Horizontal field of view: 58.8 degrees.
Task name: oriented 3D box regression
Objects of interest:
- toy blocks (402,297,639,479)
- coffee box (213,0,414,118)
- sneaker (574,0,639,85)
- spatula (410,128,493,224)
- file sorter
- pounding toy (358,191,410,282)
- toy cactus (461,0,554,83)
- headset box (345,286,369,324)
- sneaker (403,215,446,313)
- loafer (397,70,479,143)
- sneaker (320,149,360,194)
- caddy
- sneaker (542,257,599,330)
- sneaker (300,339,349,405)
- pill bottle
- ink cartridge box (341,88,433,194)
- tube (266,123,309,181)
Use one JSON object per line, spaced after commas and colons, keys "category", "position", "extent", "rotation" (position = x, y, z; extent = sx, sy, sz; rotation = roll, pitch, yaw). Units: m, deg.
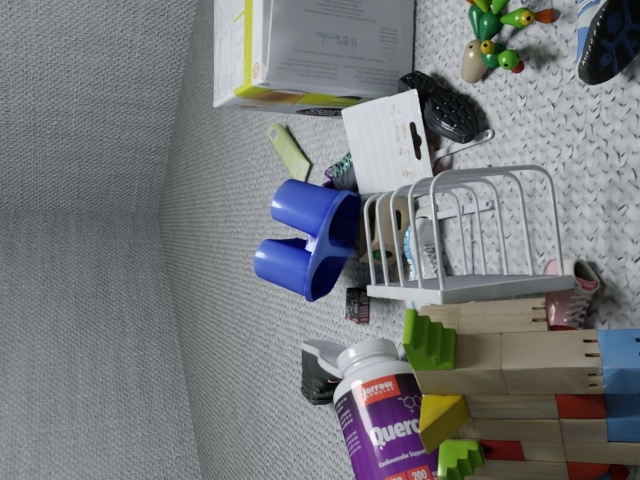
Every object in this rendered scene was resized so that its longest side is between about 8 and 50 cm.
{"category": "toy blocks", "position": [0.278, 0.201, 0.692], "extent": [0.191, 0.260, 0.381], "rotation": [-72, -33, -44]}
{"category": "coffee box", "position": [-0.028, -0.462, 1.227], "extent": [0.334, 0.337, 0.338], "rotation": [6, 96, 64]}
{"category": "sneaker", "position": [0.367, -0.302, 0.727], "extent": [0.081, 0.080, 0.211], "rotation": [-151, 74, -68]}
{"category": "spatula", "position": [0.235, -0.104, 1.050], "extent": [0.242, 0.019, 0.168], "rotation": [-12, 74, 62]}
{"category": "file sorter", "position": [0.196, -0.005, 0.847], "extent": [0.277, 0.192, 0.173], "rotation": [170, 95, -75]}
{"category": "pounding toy", "position": [0.139, -0.001, 1.160], "extent": [0.130, 0.100, 0.141], "rotation": [124, 153, -62]}
{"category": "toy cactus", "position": [0.274, -0.333, 0.909], "extent": [0.180, 0.112, 0.219], "rotation": [98, 157, -60]}
{"category": "headset box", "position": [0.086, 0.154, 1.326], "extent": [0.062, 0.032, 0.083], "rotation": [-174, 84, -64]}
{"category": "sneaker", "position": [0.207, 0.050, 1.057], "extent": [0.083, 0.071, 0.191], "rotation": [10, 107, 57]}
{"category": "loafer", "position": [0.216, -0.235, 1.040], "extent": [0.223, 0.076, 0.078], "rotation": [56, 171, 44]}
{"category": "sneaker", "position": [0.069, -0.165, 1.294], "extent": [0.224, 0.098, 0.083], "rotation": [-61, 38, 44]}
{"category": "caddy", "position": [0.000, 0.000, 1.222], "extent": [0.341, 0.179, 0.241], "rotation": [-7, -63, -76]}
{"category": "sneaker", "position": [0.345, 0.087, 0.777], "extent": [0.070, 0.050, 0.134], "rotation": [147, 124, -65]}
{"category": "sneaker", "position": [0.028, 0.336, 1.372], "extent": [0.295, 0.104, 0.147], "rotation": [-177, 87, -70]}
{"category": "pill bottle", "position": [0.133, 0.354, 1.057], "extent": [0.181, 0.181, 0.323], "rotation": [-60, 39, 45]}
{"category": "ink cartridge box", "position": [0.145, -0.190, 1.131], "extent": [0.232, 0.066, 0.189], "rotation": [0, 106, 53]}
{"category": "tube", "position": [-0.090, -0.255, 1.676], "extent": [0.240, 0.062, 0.070], "rotation": [59, -177, 40]}
